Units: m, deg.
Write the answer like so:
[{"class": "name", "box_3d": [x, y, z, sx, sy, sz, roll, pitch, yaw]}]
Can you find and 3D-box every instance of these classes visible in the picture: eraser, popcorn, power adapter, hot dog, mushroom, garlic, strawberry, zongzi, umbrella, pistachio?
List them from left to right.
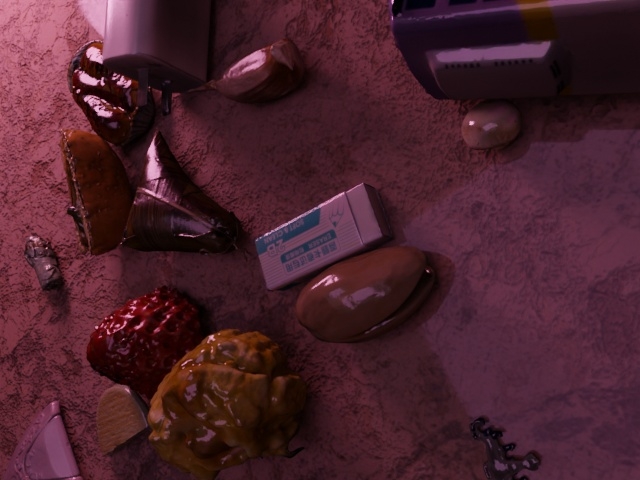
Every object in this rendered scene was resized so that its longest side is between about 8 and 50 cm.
[{"class": "eraser", "box_3d": [-0.614, 0.496, 1.207, 0.243, 0.059, 0.204, -38, 68, 16]}, {"class": "umbrella", "box_3d": [-0.622, 0.046, 1.262, 0.143, 0.062, 0.067, 53, 140, 22]}, {"class": "hot dog", "box_3d": [-0.447, -0.313, 1.182, 0.270, 0.081, 0.163, 44, 105, 26]}, {"class": "strawberry", "box_3d": [-0.324, 0.202, 1.011, 0.233, 0.178, 0.234, -1, 88, 35]}, {"class": "power adapter", "box_3d": [-0.300, -0.363, 1.042, 0.124, 0.187, 0.256, 1, 86, 30]}, {"class": "zongzi", "box_3d": [-0.235, -0.093, 1.031, 0.247, 0.111, 0.241, 4, 81, 25]}, {"class": "popcorn", "box_3d": [-0.138, 0.260, 0.874, 0.249, 0.249, 0.225, -36, 86, 22]}, {"class": "garlic", "box_3d": [-0.119, -0.283, 0.964, 0.198, 0.128, 0.091, -9, 97, 26]}, {"class": "eraser", "box_3d": [0.000, 0.000, 0.913, 0.225, 0.052, 0.096, -27, 70, 26]}, {"class": "pistachio", "box_3d": [0.062, 0.081, 0.834, 0.225, 0.135, 0.136, -25, 73, 19]}, {"class": "mushroom", "box_3d": [0.238, -0.158, 0.784, 0.083, 0.084, 0.068, -19, 119, 27]}]

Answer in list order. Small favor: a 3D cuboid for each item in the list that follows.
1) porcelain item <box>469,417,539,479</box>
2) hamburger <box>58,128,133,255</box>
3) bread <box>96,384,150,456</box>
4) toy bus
[{"class": "porcelain item", "box_3d": [0.256, 0.302, 0.755, 0.075, 0.021, 0.136, -24, 74, 26]}, {"class": "hamburger", "box_3d": [-0.447, -0.098, 1.133, 0.124, 0.130, 0.262, -27, 75, 61]}, {"class": "bread", "box_3d": [-0.387, 0.338, 1.098, 0.193, 0.036, 0.112, -38, 70, 33]}, {"class": "toy bus", "box_3d": [0.302, -0.299, 0.665, 0.439, 0.209, 0.250, 7, 79, 31]}]
